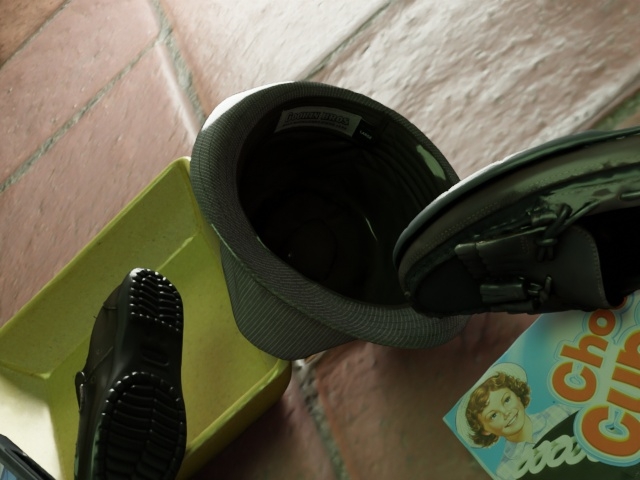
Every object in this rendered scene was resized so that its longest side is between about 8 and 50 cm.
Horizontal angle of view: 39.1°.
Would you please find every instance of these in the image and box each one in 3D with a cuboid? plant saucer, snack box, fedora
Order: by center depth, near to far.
[{"bbox_3d":[0.243,0.059,0.538,0.322,0.060,0.187,-48,39,4],"label":"snack box"},{"bbox_3d":[0.000,0.000,0.707,0.124,0.243,0.275,-55,15,41],"label":"fedora"},{"bbox_3d":[-0.178,0.127,0.857,0.333,0.081,0.333,-43,42,9],"label":"plant saucer"}]

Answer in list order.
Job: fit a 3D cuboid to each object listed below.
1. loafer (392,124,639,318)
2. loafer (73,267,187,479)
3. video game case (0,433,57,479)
[{"bbox_3d":[0.177,-0.007,0.526,0.302,0.109,0.095,-24,49,26],"label":"loafer"},{"bbox_3d":[-0.157,0.128,0.727,0.078,0.080,0.220,-34,37,33],"label":"loafer"},{"bbox_3d":[-0.290,0.313,0.720,0.248,0.035,0.275,11,71,52],"label":"video game case"}]
